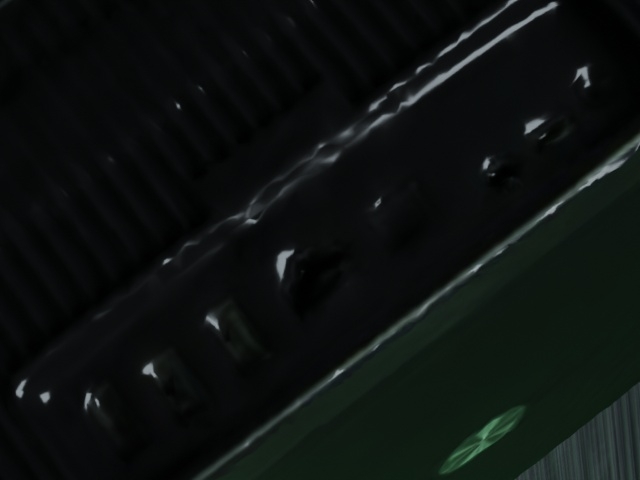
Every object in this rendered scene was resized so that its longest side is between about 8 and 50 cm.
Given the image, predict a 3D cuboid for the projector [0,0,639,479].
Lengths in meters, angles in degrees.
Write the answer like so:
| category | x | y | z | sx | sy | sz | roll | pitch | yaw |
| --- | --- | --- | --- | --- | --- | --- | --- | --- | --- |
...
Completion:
| category | x | y | z | sx | sy | sz | roll | pitch | yaw |
| --- | --- | --- | --- | --- | --- | --- | --- | --- | --- |
| projector | 0.000 | 0.000 | 0.810 | 0.395 | 0.242 | 0.405 | -37 | 161 | -1 |
